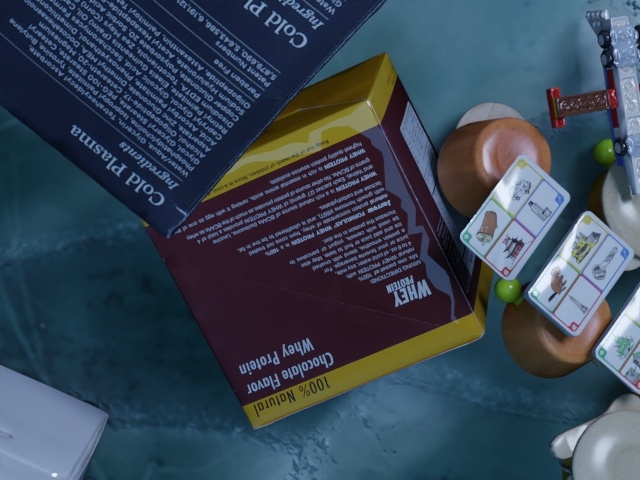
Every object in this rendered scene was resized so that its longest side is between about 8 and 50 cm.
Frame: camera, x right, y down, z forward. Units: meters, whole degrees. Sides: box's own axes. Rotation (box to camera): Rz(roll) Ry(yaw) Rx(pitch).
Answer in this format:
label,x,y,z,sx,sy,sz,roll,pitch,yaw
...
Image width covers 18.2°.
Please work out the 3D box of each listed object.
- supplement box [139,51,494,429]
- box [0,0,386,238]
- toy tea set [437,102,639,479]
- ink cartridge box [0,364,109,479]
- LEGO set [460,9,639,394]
label,x,y,z,sx,sy,sz,roll,pitch,yaw
supplement box,0.000,0.000,1.468,0.191,0.129,0.194,-23,105,16
box,-0.023,-0.227,1.235,0.179,0.343,0.312,39,125,-7
toy tea set,0.204,0.047,1.470,0.200,0.124,0.336,-21,88,-19
ink cartridge box,-0.296,0.229,1.576,0.171,0.168,0.233,23,112,-2
LEGO set,0.220,-0.042,1.410,0.182,0.060,0.244,40,77,-17
